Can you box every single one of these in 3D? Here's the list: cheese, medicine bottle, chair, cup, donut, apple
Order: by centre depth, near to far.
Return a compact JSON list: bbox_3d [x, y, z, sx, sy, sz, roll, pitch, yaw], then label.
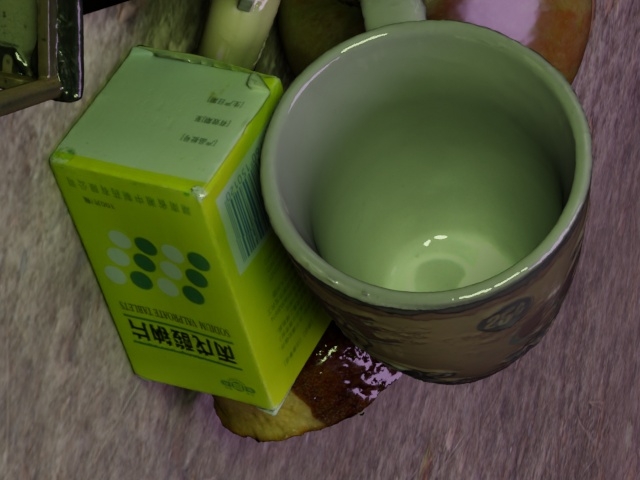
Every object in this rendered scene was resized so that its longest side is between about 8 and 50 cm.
[{"bbox_3d":[-0.210,-0.170,1.075,0.272,0.166,0.188,-31,127,-57],"label":"chair"},{"bbox_3d":[-0.053,-0.182,1.393,0.251,0.054,0.127,145,-40,-81],"label":"cheese"},{"bbox_3d":[0.076,-0.037,1.417,0.257,0.227,0.301,77,2,-64],"label":"cup"},{"bbox_3d":[-0.085,-0.006,1.432,0.141,0.137,0.250,-60,149,-37],"label":"medicine bottle"},{"bbox_3d":[-0.016,0.082,1.569,0.166,0.184,0.073,-85,153,-43],"label":"donut"},{"bbox_3d":[0.092,-0.195,1.593,0.234,0.257,0.257,-6,105,-58],"label":"apple"}]

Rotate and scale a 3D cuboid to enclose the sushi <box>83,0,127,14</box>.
[{"bbox_3d":[-0.092,-0.310,1.259,0.227,0.215,0.212,64,35,-21],"label":"sushi"}]
